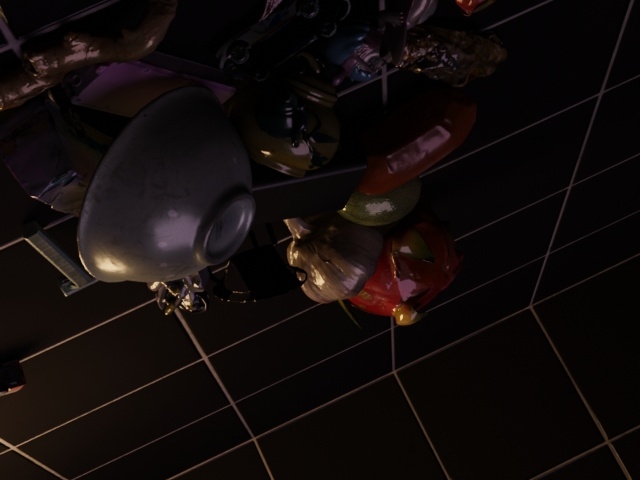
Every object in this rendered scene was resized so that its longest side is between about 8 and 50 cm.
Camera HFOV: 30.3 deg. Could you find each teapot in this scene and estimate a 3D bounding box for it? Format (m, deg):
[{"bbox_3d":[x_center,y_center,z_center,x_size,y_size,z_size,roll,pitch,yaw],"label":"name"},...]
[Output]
[{"bbox_3d":[-0.039,-0.201,1.782,0.182,0.173,0.269,-65,175,12],"label":"teapot"}]

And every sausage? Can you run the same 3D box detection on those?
[{"bbox_3d":[0.157,-0.177,2.085,0.258,0.133,0.133,-35,160,-1],"label":"sausage"}]

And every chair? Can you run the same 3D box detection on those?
[{"bbox_3d":[-0.127,0.041,2.160,0.174,0.213,0.149,-18,153,-24],"label":"chair"}]

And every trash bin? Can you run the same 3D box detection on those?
[{"bbox_3d":[-0.059,-0.112,2.020,0.226,0.115,0.165,-13,157,-23],"label":"trash bin"}]

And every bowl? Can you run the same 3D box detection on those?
[{"bbox_3d":[-0.180,-0.049,1.655,0.313,0.146,0.313,-48,156,-30],"label":"bowl"}]

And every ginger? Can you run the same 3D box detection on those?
[{"bbox_3d":[-0.307,-0.235,1.477,0.288,0.075,0.089,-25,155,6],"label":"ginger"}]

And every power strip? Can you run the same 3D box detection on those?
[{"bbox_3d":[-0.234,-0.213,1.650,0.109,0.037,0.279,-36,158,26],"label":"power strip"}]

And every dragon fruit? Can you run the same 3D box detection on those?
[{"bbox_3d":[0.164,0.056,2.476,0.291,0.189,0.290,-37,-170,8],"label":"dragon fruit"},{"bbox_3d":[0.231,-0.374,1.802,0.056,0.060,0.083,-34,161,10],"label":"dragon fruit"}]

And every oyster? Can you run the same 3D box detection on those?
[{"bbox_3d":[0.200,-0.298,1.946,0.129,0.078,0.345,-30,164,33],"label":"oyster"}]

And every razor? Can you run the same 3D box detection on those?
[{"bbox_3d":[-0.429,0.033,1.983,0.111,0.056,0.278,-26,160,2],"label":"razor"}]

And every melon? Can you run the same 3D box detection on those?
[{"bbox_3d":[0.109,-0.097,2.207,0.192,0.139,0.139,-12,155,-27],"label":"melon"}]

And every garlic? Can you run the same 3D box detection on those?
[{"bbox_3d":[0.000,0.000,2.282,0.212,0.218,0.219,32,124,-33],"label":"garlic"}]

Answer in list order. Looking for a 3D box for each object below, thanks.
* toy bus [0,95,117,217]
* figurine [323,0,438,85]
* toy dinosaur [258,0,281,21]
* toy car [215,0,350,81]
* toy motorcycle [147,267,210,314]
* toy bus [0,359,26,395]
[{"bbox_3d":[-0.330,-0.094,1.680,0.112,0.138,0.317,-33,161,12],"label":"toy bus"},{"bbox_3d":[0.112,-0.339,1.718,0.260,0.103,0.205,-42,-169,31],"label":"figurine"},{"bbox_3d":[-0.034,-0.364,1.543,0.108,0.032,0.220,-6,149,-39],"label":"toy dinosaur"},{"bbox_3d":[-0.052,-0.292,1.655,0.205,0.056,0.095,-33,161,11],"label":"toy car"},{"bbox_3d":[-0.278,0.043,2.100,0.152,0.073,0.225,5,132,12],"label":"toy motorcycle"},{"bbox_3d":[-0.675,0.286,2.293,0.192,0.065,0.077,-15,167,-29],"label":"toy bus"}]
